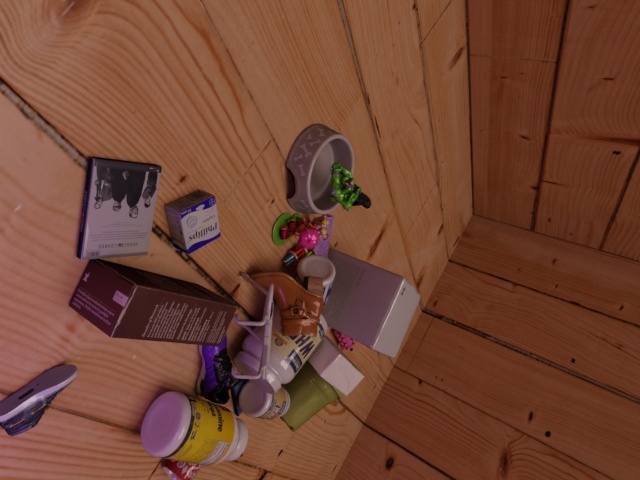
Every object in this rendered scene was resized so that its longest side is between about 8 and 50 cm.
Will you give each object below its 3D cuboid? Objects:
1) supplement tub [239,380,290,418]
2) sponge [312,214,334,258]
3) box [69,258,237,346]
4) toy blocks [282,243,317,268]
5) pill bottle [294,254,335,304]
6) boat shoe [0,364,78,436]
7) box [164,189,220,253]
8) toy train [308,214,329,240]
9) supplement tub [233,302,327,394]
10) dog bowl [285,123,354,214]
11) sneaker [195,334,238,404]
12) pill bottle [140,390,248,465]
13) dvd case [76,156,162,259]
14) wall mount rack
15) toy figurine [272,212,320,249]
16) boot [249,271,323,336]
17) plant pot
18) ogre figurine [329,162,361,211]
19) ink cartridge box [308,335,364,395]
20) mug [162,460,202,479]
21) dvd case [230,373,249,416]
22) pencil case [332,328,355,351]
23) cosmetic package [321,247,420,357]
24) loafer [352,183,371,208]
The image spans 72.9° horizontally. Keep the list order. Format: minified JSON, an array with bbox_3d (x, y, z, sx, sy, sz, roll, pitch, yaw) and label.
[{"bbox_3d":[-0.220,0.640,1.743,0.145,0.144,0.200,-62,148,-12],"label":"supplement tub"},{"bbox_3d":[0.000,0.000,1.857,0.117,0.031,0.210,-20,124,-52],"label":"sponge"},{"bbox_3d":[-0.421,0.175,1.151,0.381,0.191,0.143,33,79,-58],"label":"box"},{"bbox_3d":[-0.084,0.069,1.745,0.148,0.054,0.123,-37,147,-25],"label":"toy blocks"},{"bbox_3d":[-0.034,0.193,1.760,0.153,0.153,0.265,-41,157,-38],"label":"pill bottle"},{"bbox_3d":[-0.661,0.375,1.025,0.183,0.065,0.083,-32,135,-36],"label":"boat shoe"},{"bbox_3d":[-0.358,-0.054,1.227,0.126,0.072,0.137,-35,136,-42],"label":"box"},{"bbox_3d":[-0.008,-0.033,1.701,0.125,0.046,0.166,-45,-155,30],"label":"toy train"},{"bbox_3d":[-0.150,0.393,1.660,0.325,0.235,0.236,-49,144,-31],"label":"supplement tub"},{"bbox_3d":[0.008,-0.259,1.648,0.348,0.102,0.349,-35,136,-44],"label":"dog bowl"},{"bbox_3d":[-0.336,0.432,1.479,0.102,0.146,0.294,-18,123,-52],"label":"sneaker"},{"bbox_3d":[-0.394,0.622,1.414,0.334,0.187,0.188,44,70,-46],"label":"pill bottle"},{"bbox_3d":[-0.486,-0.075,1.055,0.179,0.029,0.239,-4,112,-57],"label":"dvd case"},{"bbox_3d":[-0.222,0.271,1.427,0.304,0.130,0.351,-96,-168,-67],"label":"wall mount rack"},{"bbox_3d":[-0.065,-0.028,1.615,0.173,0.159,0.130,-34,135,-44],"label":"toy figurine"},{"bbox_3d":[-0.128,0.230,1.553,0.283,0.109,0.221,9,78,-16],"label":"boot"},{"bbox_3d":[-0.092,0.697,1.944,0.254,0.276,0.276,-41,141,-21],"label":"plant pot"},{"bbox_3d":[0.088,-0.194,1.624,0.197,0.096,0.118,65,41,-64],"label":"ogre figurine"},{"bbox_3d":[0.008,0.477,1.850,0.119,0.353,0.207,-46,124,-6],"label":"ink cartridge box"},{"bbox_3d":[-0.456,0.753,1.524,0.169,0.113,0.150,-44,143,-40],"label":"mug"},{"bbox_3d":[-0.268,0.582,1.797,0.253,0.022,0.181,-35,135,-43],"label":"dvd case"},{"bbox_3d":[0.124,0.507,2.304,0.098,0.095,0.209,-36,138,-12],"label":"pencil case"},{"bbox_3d":[0.188,0.285,1.971,0.328,0.393,0.329,-64,148,-9],"label":"cosmetic package"},{"bbox_3d":[0.161,-0.190,1.959,0.223,0.076,0.078,33,85,-54],"label":"loafer"}]
